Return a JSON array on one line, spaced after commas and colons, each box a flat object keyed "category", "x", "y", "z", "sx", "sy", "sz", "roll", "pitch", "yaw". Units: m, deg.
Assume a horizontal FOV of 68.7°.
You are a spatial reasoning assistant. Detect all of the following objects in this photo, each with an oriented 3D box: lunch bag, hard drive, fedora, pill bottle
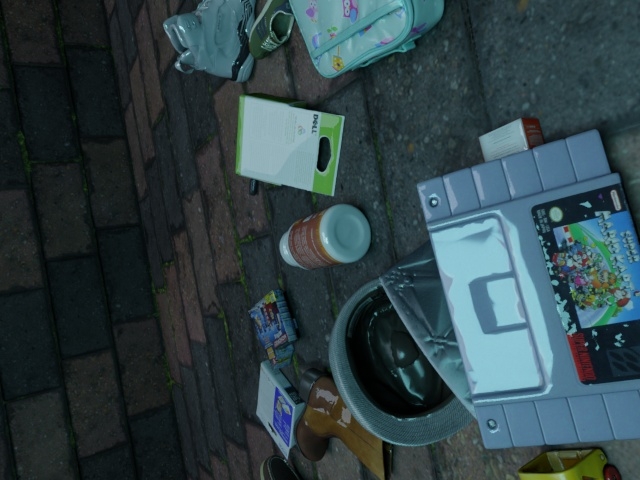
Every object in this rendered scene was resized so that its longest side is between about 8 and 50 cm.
[{"category": "lunch bag", "x": 0.066, "y": -0.408, "z": 0.789, "sx": 0.279, "sy": 0.108, "sz": 0.224, "roll": -1, "pitch": 111, "yaw": 58}, {"category": "hard drive", "x": 0.221, "y": 0.112, "z": 0.691, "sx": 0.172, "sy": 0.054, "sz": 0.255, "roll": -39, "pitch": 64, "yaw": 11}, {"category": "fedora", "x": 0.145, "y": 0.197, "z": 0.793, "sx": 0.275, "sy": 0.243, "sz": 0.124, "roll": 62, "pitch": -177, "yaw": 26}, {"category": "pill bottle", "x": 0.000, "y": 0.000, "z": 1.010, "sx": 0.216, "sy": 0.121, "sz": 0.121, "roll": -16, "pitch": 84, "yaw": 56}]

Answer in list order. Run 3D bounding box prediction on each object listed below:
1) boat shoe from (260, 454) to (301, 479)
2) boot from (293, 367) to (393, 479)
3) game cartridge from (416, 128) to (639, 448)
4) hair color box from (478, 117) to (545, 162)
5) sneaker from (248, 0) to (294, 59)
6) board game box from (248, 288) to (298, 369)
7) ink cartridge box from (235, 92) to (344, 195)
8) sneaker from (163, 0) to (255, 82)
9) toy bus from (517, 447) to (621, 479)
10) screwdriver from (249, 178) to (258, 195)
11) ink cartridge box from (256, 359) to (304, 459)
[{"category": "boat shoe", "x": -0.046, "y": 0.726, "z": 1.285, "sx": 0.342, "sy": 0.123, "sz": 0.123, "roll": 50, "pitch": 122, "yaw": 38}, {"category": "boot", "x": 0.063, "y": 0.466, "z": 1.098, "sx": 0.280, "sy": 0.096, "sz": 0.264, "roll": 20, "pitch": 107, "yaw": 45}, {"category": "game cartridge", "x": 0.273, "y": 0.066, "z": 0.576, "sx": 0.230, "sy": 0.068, "sz": 0.355, "roll": -16, "pitch": 84, "yaw": 27}, {"category": "hair color box", "x": 0.274, "y": -0.088, "z": 0.644, "sx": 0.072, "sy": 0.043, "sz": 0.141, "roll": -18, "pitch": 82, "yaw": 56}, {"category": "sneaker", "x": -0.115, "y": -0.491, "z": 1.109, "sx": 0.192, "sy": 0.064, "sz": 0.086, "roll": -49, "pitch": 53, "yaw": 46}, {"category": "board game box", "x": -0.119, "y": 0.253, "z": 1.312, "sx": 0.194, "sy": 0.060, "sz": 0.194, "roll": -40, "pitch": 66, "yaw": 53}, {"category": "ink cartridge box", "x": -0.061, "y": -0.225, "z": 1.087, "sx": 0.255, "sy": 0.097, "sz": 0.189, "roll": 16, "pitch": 115, "yaw": 17}, {"category": "sneaker", "x": -0.282, "y": -0.602, "z": 1.202, "sx": 0.137, "sy": 0.210, "sz": 0.366, "roll": 25, "pitch": 118, "yaw": 51}, {"category": "toy bus", "x": 0.342, "y": 0.377, "z": 0.604, "sx": 0.202, "sy": 0.104, "sz": 0.191, "roll": 32, "pitch": 124, "yaw": 50}, {"category": "screwdriver", "x": -0.183, "y": -0.210, "z": 1.333, "sx": 0.025, "sy": 0.024, "sz": 0.170, "roll": 21, "pitch": 111, "yaw": 20}, {"category": "ink cartridge box", "x": -0.124, "y": 0.500, "z": 1.395, "sx": 0.206, "sy": 0.045, "sz": 0.208, "roll": 37, "pitch": 126, "yaw": 46}]
